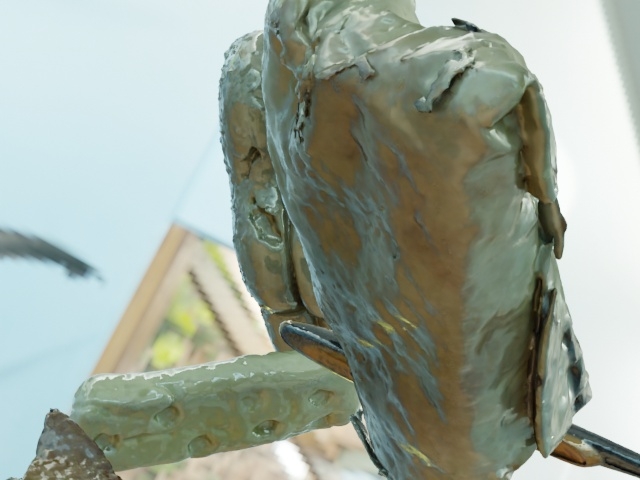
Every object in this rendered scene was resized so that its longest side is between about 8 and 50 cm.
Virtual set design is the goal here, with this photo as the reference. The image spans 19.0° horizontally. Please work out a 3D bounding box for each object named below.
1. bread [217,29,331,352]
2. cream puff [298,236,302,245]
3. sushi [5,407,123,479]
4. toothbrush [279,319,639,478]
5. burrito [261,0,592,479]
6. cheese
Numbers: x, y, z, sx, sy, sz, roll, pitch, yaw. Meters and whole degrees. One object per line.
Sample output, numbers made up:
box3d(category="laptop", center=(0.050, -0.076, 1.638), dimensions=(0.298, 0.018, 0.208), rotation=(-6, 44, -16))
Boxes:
box3d(category="bread", center=(-0.005, -0.001, 1.437), dimensions=(0.102, 0.183, 0.337), rotation=(-2, -34, 12))
box3d(category="cream puff", center=(0.025, -0.004, 1.030), dimensions=(0.083, 0.058, 0.083), rotation=(31, -17, 17))
box3d(category="sushi", center=(-0.088, 0.120, 0.625), dimensions=(0.055, 0.120, 0.052), rotation=(11, 13, 27))
box3d(category="toothbrush", center=(0.113, 0.102, 1.008), dimensions=(0.321, 0.031, 0.023), rotation=(23, -44, 26))
box3d(category="burrito", center=(0.050, 0.016, 0.845), dimensions=(0.348, 0.107, 0.175), rotation=(79, -12, -52))
box3d(category="cheese", center=(-0.066, 0.107, 1.222), dimensions=(0.043, 0.194, 0.065), rotation=(-132, -141, -58))
